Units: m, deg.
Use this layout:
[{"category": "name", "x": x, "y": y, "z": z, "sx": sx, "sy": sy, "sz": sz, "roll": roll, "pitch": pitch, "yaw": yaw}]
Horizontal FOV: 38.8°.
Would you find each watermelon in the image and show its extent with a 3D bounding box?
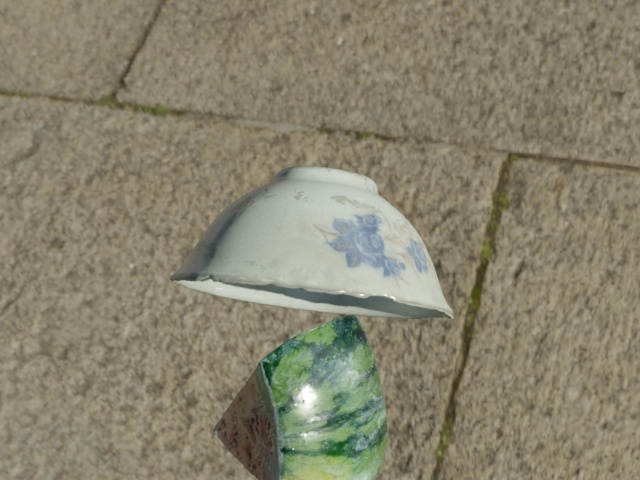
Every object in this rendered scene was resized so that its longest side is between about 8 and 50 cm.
[{"category": "watermelon", "x": -0.027, "y": 0.246, "z": 1.372, "sx": 0.201, "sy": 0.261, "sz": 0.213, "roll": 2, "pitch": 9, "yaw": 44}]

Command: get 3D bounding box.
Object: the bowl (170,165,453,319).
[{"category": "bowl", "x": 0.000, "y": 0.000, "z": 1.013, "sx": 0.313, "sy": 0.313, "sz": 0.146, "roll": 6, "pitch": 82, "yaw": 15}]
